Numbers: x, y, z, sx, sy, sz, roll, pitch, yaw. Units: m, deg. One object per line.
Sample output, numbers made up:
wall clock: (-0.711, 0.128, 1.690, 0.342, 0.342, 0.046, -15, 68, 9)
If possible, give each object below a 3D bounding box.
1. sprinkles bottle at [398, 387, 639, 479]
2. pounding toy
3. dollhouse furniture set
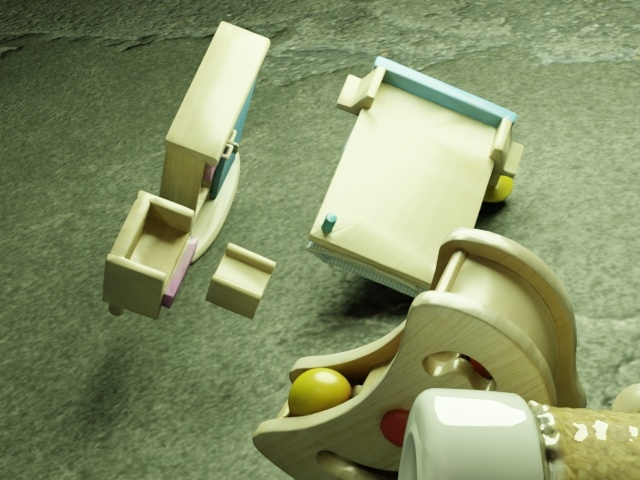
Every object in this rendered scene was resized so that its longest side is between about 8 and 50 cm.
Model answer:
sprinkles bottle: (0.215, 0.140, 0.478, 0.355, 0.121, 0.121, 5, 32, -1)
pounding toy: (0.067, 0.103, 0.601, 0.269, 0.154, 0.155, -20, 23, 36)
dollhouse furniture set: (0.000, 0.000, 0.939, 0.303, 0.198, 0.286, 21, 60, -1)
